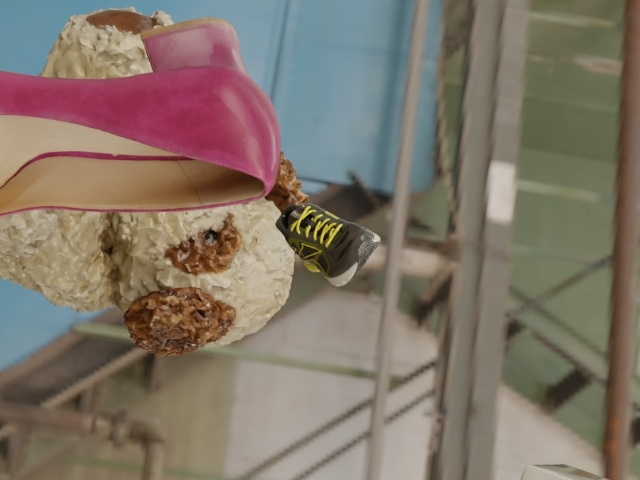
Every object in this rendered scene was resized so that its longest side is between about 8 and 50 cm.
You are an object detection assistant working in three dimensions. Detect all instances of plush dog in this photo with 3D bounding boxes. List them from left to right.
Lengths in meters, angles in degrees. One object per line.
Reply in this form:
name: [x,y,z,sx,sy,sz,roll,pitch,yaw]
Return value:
plush dog: [-0.126,-0.005,1.048,0.262,0.225,0.210,-54,166,-48]

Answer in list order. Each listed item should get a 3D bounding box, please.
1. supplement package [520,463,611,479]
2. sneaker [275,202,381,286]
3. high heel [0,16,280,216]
supplement package: [0.270,0.334,1.431,0.263,0.199,0.198,28,81,-73]
sneaker: [0.000,0.000,0.754,0.031,0.035,0.083,-53,-162,-13]
high heel: [-0.140,-0.029,0.753,0.082,0.244,0.117,76,-3,-45]
